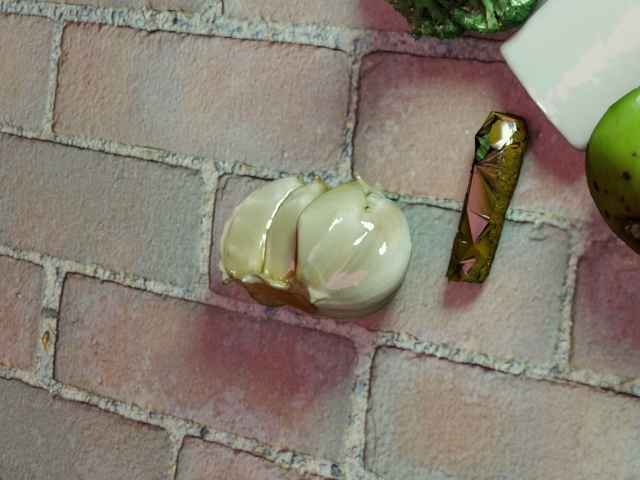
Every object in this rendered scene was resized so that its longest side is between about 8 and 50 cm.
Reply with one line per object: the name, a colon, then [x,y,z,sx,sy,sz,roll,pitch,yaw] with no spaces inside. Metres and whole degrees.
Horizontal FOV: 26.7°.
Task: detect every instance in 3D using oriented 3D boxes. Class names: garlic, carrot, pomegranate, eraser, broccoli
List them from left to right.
garlic: [0.015,0.007,1.802,0.281,0.185,0.203,2,67,52]
broccoli: [0.156,-0.353,1.639,0.270,0.270,0.270,22,127,33]
carrot: [0.213,-0.051,1.732,0.069,0.069,0.228,20,103,30]
eraser: [0.363,-0.255,1.604,0.270,0.095,0.174,-43,71,26]
pomegranate: [0.445,-0.093,1.510,0.286,0.231,0.231,-29,75,2]
